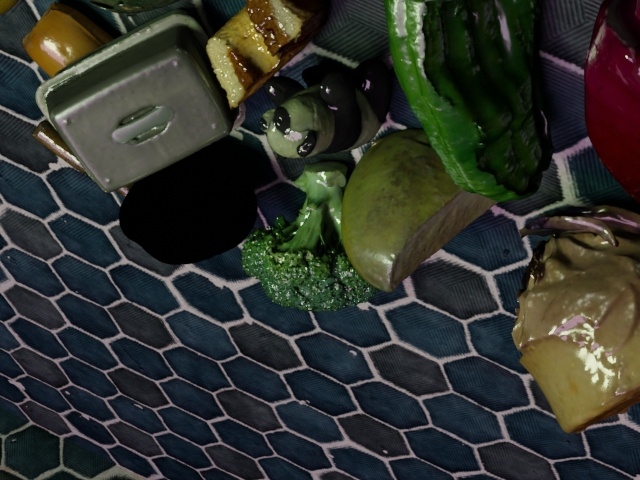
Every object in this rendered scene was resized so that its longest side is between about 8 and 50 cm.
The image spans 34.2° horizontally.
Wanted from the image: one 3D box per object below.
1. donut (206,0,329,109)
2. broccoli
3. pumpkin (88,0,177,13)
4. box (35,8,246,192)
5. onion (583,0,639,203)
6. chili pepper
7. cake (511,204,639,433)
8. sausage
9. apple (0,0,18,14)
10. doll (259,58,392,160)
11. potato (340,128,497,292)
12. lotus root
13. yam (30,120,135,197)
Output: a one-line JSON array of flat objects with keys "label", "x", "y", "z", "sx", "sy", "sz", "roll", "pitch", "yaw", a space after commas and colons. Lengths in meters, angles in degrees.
[{"label": "donut", "x": -0.066, "y": -0.319, "z": 1.511, "sx": 0.112, "sy": 0.151, "sz": 0.295, "roll": 47, "pitch": 153, "yaw": -7}, {"label": "broccoli", "x": 0.000, "y": 0.000, "z": 1.793, "sx": 0.269, "sy": 0.270, "sz": 0.270, "roll": 13, "pitch": 111, "yaw": 21}, {"label": "pumpkin", "x": -0.271, "y": -0.462, "z": 1.365, "sx": 0.327, "sy": 0.257, "sz": 0.291, "roll": 31, "pitch": 147, "yaw": 4}, {"label": "box", "x": -0.281, "y": -0.220, "z": 1.661, "sx": 0.290, "sy": 0.166, "sz": 0.221, "roll": -26, "pitch": 123, "yaw": 8}, {"label": "onion", "x": 0.473, "y": -0.129, "z": 1.145, "sx": 0.398, "sy": 0.420, "sz": 0.398, "roll": 11, "pitch": 134, "yaw": 12}, {"label": "chili pepper", "x": 0.197, "y": -0.219, "z": 1.406, "sx": 0.167, "sy": 0.213, "sz": 0.385, "roll": 16, "pitch": 150, "yaw": 37}, {"label": "cake", "x": 0.435, "y": 0.094, "z": 1.602, "sx": 0.321, "sy": 0.332, "sz": 0.332, "roll": 63, "pitch": 147, "yaw": 16}, {"label": "sausage", "x": -0.344, "y": -0.261, "z": 1.797, "sx": 0.354, "sy": 0.116, "sz": 0.134, "roll": 39, "pitch": 136, "yaw": -20}, {"label": "apple", "x": -0.559, "y": -0.442, "z": 1.677, "sx": 0.182, "sy": 0.155, "sz": 0.182, "roll": 19, "pitch": 146, "yaw": 13}, {"label": "doll", "x": 0.009, "y": -0.193, "z": 1.552, "sx": 0.143, "sy": 0.234, "sz": 0.135, "roll": 0, "pitch": 104, "yaw": 38}, {"label": "potato", "x": 0.137, "y": -0.047, "z": 1.605, "sx": 0.269, "sy": 0.255, "sz": 0.112, "roll": 6, "pitch": 140, "yaw": 28}, {"label": "lotus root", "x": -0.249, "y": -0.052, "z": 1.908, "sx": 0.196, "sy": 0.179, "sz": 0.397, "roll": 56, "pitch": 150, "yaw": -14}, {"label": "yam", "x": -0.426, "y": -0.128, "z": 2.067, "sx": 0.326, "sy": 0.045, "sz": 0.045, "roll": 35, "pitch": 166, "yaw": -9}]
